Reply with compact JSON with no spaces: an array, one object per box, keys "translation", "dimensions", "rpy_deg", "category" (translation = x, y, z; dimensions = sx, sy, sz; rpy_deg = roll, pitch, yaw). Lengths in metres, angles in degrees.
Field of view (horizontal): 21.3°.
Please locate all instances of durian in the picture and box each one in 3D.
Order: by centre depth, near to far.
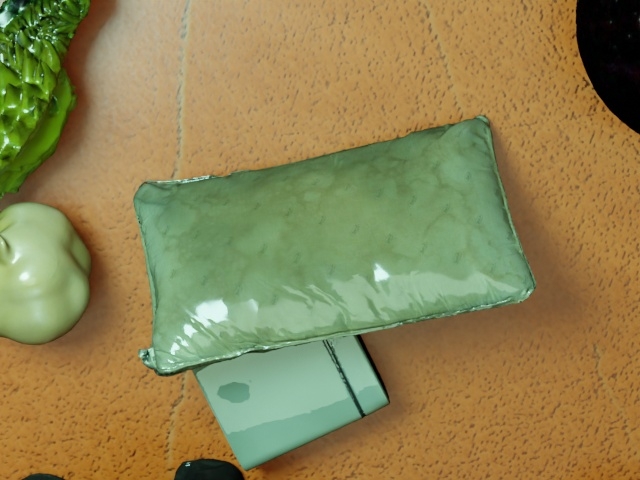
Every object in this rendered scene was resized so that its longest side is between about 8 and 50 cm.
[{"translation":[-0.256,-0.094,1.301],"dimensions":[0.375,0.132,0.106],"rpy_deg":[-45,83,10],"category":"durian"}]

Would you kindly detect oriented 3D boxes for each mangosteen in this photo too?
[{"translation":[0.316,-0.173,1.276],"dimensions":[0.250,0.211,0.211],"rpy_deg":[-8,99,-31],"category":"mangosteen"}]

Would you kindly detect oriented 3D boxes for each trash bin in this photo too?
[{"translation":[-0.026,0.106,1.363],"dimensions":[0.130,0.059,0.116],"rpy_deg":[-26,94,4],"category":"trash bin"}]

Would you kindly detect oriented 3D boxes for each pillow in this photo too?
[{"translation":[0.000,0.000,1.312],"dimensions":[0.302,0.075,0.185],"rpy_deg":[-12,54,1],"category":"pillow"}]

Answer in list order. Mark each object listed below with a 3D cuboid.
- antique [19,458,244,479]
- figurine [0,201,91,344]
[{"translation":[-0.137,0.272,1.288],"dimensions":[0.322,0.255,0.185],"rpy_deg":[-5,100,2],"category":"antique"},{"translation":[-0.276,0.038,1.327],"dimensions":[0.196,0.108,0.114],"rpy_deg":[-10,118,4],"category":"figurine"}]
